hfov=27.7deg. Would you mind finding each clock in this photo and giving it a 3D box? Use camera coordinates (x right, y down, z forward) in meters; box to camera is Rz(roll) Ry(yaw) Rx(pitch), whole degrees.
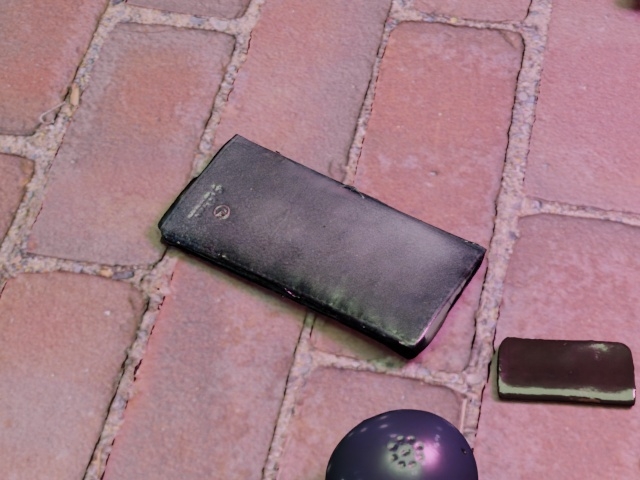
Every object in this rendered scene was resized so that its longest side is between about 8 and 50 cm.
[{"bbox_3d":[0.104,0.285,1.305,0.200,0.146,0.243,-20,62,-7],"label":"clock"}]

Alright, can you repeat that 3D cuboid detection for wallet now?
[{"bbox_3d":[0.000,0.000,1.581,0.379,0.046,0.190,25,57,21],"label":"wallet"},{"bbox_3d":[0.278,0.148,1.471,0.157,0.018,0.082,2,54,4],"label":"wallet"}]
